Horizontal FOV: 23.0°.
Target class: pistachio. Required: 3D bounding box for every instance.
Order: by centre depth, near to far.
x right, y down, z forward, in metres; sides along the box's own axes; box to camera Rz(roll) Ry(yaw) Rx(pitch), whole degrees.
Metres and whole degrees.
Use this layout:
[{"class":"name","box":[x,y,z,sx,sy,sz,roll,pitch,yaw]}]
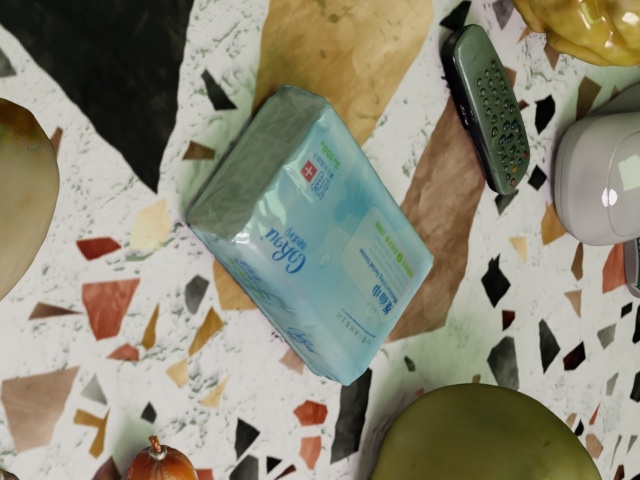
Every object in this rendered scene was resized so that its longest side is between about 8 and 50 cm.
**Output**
[{"class":"pistachio","box":[-0.276,-0.008,1.165,0.144,0.144,0.215,44,65,-46]}]

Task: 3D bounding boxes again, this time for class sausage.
[{"class":"sausage","box":[-0.138,0.283,1.461,0.071,0.071,0.234,-30,121,-41]}]

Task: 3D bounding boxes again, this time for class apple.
[{"class":"apple","box":[0.178,0.289,1.711,0.262,0.262,0.262,-17,113,-46]}]

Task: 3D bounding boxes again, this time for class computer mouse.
[{"class":"computer mouse","box":[0.404,-0.100,1.946,0.297,0.121,0.184,-20,114,-44]}]

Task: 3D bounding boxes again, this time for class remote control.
[{"class":"remote control","box":[0.185,-0.143,1.736,0.072,0.042,0.222,-51,135,-27]}]

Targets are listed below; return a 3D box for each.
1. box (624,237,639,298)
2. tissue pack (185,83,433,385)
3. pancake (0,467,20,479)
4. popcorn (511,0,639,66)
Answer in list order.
[{"class":"box","box":[0.496,-0.009,2.116,0.224,0.069,0.120,-29,121,-42]},{"class":"tissue pack","box":[0.000,0.000,1.526,0.177,0.089,0.263,-56,135,-20]},{"class":"pancake","box":[-0.305,0.280,1.303,0.199,0.021,0.199,-17,113,-45]},{"class":"popcorn","box":[0.391,-0.355,1.683,0.390,0.354,0.344,-45,150,-33]}]
